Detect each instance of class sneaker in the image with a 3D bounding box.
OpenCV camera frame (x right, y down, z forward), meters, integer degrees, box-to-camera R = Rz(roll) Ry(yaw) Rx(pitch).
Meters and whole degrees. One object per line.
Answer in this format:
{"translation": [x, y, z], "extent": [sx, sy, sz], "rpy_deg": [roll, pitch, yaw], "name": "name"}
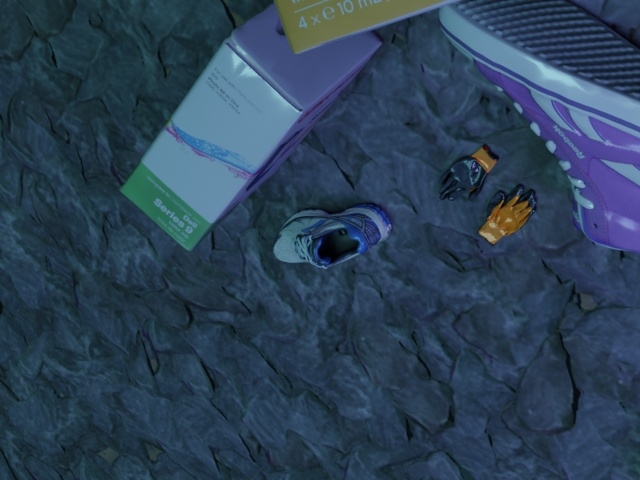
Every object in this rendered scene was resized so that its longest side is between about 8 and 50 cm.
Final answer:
{"translation": [0.199, -0.083, 0.933], "extent": [0.282, 0.102, 0.161], "rpy_deg": [33, 136, 9], "name": "sneaker"}
{"translation": [0.000, 0.000, 1.137], "extent": [0.135, 0.058, 0.052], "rpy_deg": [-16, 111, 39], "name": "sneaker"}

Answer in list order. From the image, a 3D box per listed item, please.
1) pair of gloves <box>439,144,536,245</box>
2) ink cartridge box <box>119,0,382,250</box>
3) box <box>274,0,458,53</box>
{"translation": [0.148, -0.039, 1.051], "extent": [0.083, 0.010, 0.074], "rpy_deg": [44, 133, -1], "name": "pair of gloves"}
{"translation": [-0.062, -0.110, 1.034], "extent": [0.093, 0.154, 0.212], "rpy_deg": [42, 132, 0], "name": "ink cartridge box"}
{"translation": [0.049, -0.326, 0.769], "extent": [0.215, 0.168, 0.345], "rpy_deg": [-13, 101, 36], "name": "box"}
